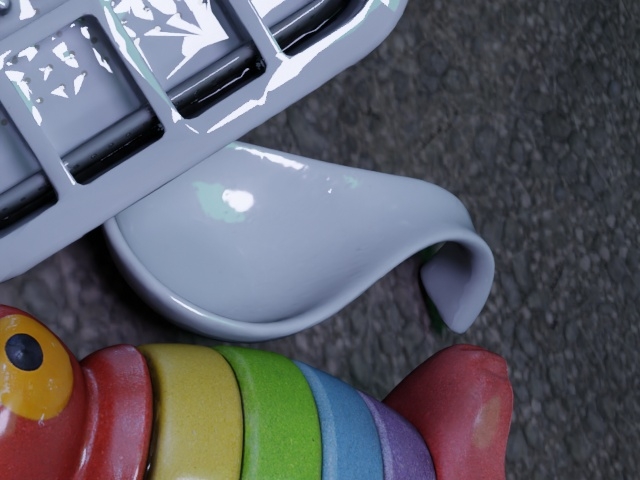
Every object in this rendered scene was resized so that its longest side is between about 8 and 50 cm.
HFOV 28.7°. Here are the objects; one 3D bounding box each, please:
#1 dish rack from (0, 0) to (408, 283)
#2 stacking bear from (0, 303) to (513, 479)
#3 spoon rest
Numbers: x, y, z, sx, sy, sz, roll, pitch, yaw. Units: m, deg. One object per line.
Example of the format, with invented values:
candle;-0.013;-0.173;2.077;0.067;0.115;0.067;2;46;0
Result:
dish rack;-0.146;-0.177;0.561;0.285;0.072;0.333;-33;103;-7
stacking bear;-0.068;0.111;0.558;0.289;0.164;0.175;20;44;-25
spoon rest;0.000;0.000;0.687;0.276;0.084;0.137;7;44;-44
